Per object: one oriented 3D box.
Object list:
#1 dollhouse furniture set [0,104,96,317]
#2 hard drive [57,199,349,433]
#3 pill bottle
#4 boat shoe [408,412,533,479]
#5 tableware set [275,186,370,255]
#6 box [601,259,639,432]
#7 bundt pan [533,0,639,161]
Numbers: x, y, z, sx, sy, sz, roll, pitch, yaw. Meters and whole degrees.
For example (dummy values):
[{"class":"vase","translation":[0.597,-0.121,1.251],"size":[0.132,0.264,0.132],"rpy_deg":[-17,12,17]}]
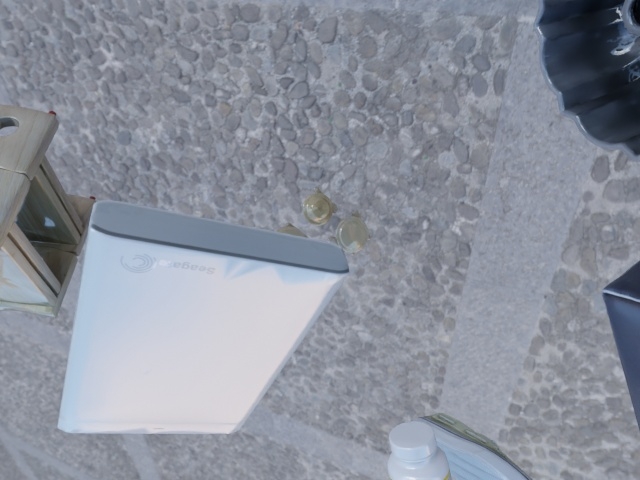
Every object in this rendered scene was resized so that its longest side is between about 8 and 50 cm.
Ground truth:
[{"class":"dollhouse furniture set","translation":[-0.312,-0.030,0.380],"size":[0.184,0.129,0.129],"rpy_deg":[7,148,-5]},{"class":"hard drive","translation":[-0.130,0.104,0.451],"size":[0.203,0.040,0.307],"rpy_deg":[11,132,-24]},{"class":"pill bottle","translation":[0.107,0.257,0.490],"size":[0.065,0.065,0.116],"rpy_deg":[-7,101,32]},{"class":"boat shoe","translation":[0.287,0.399,0.861],"size":[0.302,0.094,0.109],"rpy_deg":[15,120,57]},{"class":"tableware set","translation":[0.000,0.000,0.776],"size":[0.141,0.168,0.020],"rpy_deg":[44,165,-18]},{"class":"box","translation":[0.378,0.085,0.295],"size":[0.296,0.294,0.183],"rpy_deg":[62,164,-22]},{"class":"bundt pan","translation":[0.394,-0.259,0.497],"size":[0.124,0.331,0.330],"rpy_deg":[-17,123,-12]}]
